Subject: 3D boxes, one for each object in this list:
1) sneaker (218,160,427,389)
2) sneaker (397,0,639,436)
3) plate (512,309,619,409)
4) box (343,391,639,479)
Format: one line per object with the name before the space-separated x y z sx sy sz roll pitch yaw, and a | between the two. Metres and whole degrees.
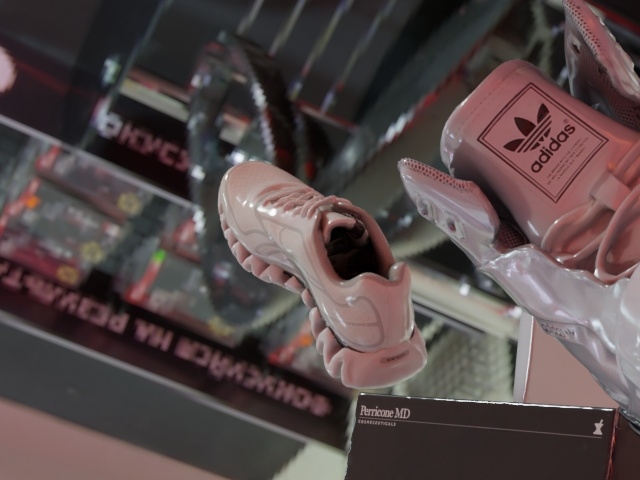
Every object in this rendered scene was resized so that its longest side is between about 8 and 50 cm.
sneaker | 0.000 0.000 1.347 0.292 0.110 0.118 46 150 42
sneaker | 0.141 0.006 0.656 0.137 0.210 0.366 -45 -1 2
plate | 0.249 0.168 1.376 0.045 0.278 0.277 -25 36 32
box | 0.130 0.212 1.106 0.261 0.103 0.184 -3 75 51
